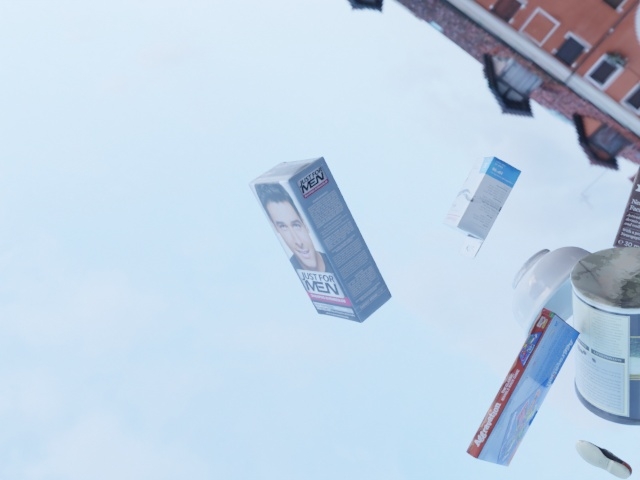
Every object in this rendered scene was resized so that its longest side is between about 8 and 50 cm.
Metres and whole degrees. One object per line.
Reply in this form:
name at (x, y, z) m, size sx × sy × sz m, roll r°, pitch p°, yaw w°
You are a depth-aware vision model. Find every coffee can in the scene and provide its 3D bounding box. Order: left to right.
coffee can at (0.582, 0.179, 1.295) m, size 0.202 × 0.275 × 0.201 m, roll -11°, pitch -151°, yaw 6°

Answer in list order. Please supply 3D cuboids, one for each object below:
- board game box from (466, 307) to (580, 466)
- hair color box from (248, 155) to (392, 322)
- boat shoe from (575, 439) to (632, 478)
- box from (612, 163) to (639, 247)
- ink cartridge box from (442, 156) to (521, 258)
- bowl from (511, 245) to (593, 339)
board game box at (0.363, 0.265, 1.215) m, size 0.027 × 0.281 × 0.145 m, roll 27°, pitch 178°, yaw 43°
hair color box at (0.000, 0.000, 1.581) m, size 0.114 × 0.185 × 0.374 m, roll -36°, pitch -70°, yaw -27°
boat shoe at (0.686, 0.527, 1.660) m, size 0.137 × 0.049 × 0.043 m, roll 27°, pitch -161°, yaw 32°
box at (0.878, -0.133, 1.671) m, size 0.191 × 0.381 × 0.143 m, roll 19°, pitch -172°, yaw 32°
ink cartridge box at (0.286, -0.062, 1.262) m, size 0.060 × 0.180 × 0.104 m, roll 28°, pitch -178°, yaw -6°
bowl at (0.601, 0.117, 1.803) m, size 0.298 × 0.297 × 0.134 m, roll -7°, pitch -137°, yaw -45°
